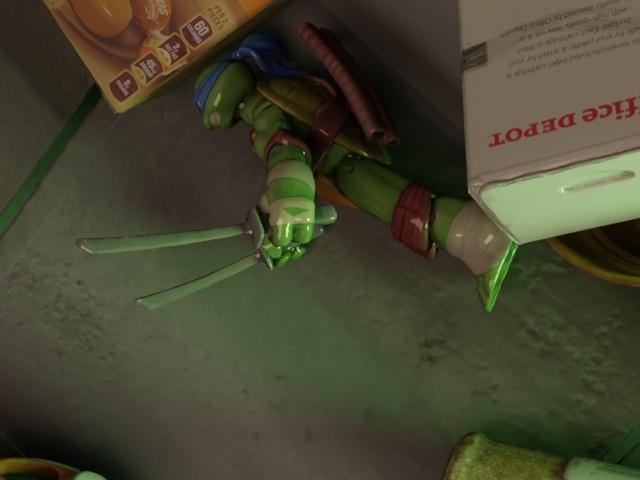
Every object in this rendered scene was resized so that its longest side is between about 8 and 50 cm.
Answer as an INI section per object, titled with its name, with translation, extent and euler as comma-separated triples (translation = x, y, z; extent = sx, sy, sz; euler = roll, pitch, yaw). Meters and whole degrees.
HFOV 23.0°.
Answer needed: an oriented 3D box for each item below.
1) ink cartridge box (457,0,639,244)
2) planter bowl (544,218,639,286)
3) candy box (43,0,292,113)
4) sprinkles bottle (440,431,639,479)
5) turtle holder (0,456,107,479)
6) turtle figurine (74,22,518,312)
[ink cartridge box]
translation = 0.178, -0.122, 1.032
extent = 0.158, 0.092, 0.218
euler = -13, 58, 24
[planter bowl]
translation = 0.253, -0.051, 1.066
extent = 0.217, 0.090, 0.217
euler = -15, 58, 25
[candy box]
translation = -0.070, -0.255, 1.150
extent = 0.316, 0.087, 0.183
euler = -33, 92, 26
[sprinkles bottle]
translation = 0.264, 0.233, 1.153
extent = 0.355, 0.121, 0.121
euler = 11, 109, 18
[turtle holder]
translation = -0.249, 0.330, 1.303
extent = 0.227, 0.243, 0.320
euler = -28, 69, 11
[turtle figurine]
translation = 0.000, 0.000, 1.146
extent = 0.266, 0.275, 0.198
euler = 23, 147, 9
